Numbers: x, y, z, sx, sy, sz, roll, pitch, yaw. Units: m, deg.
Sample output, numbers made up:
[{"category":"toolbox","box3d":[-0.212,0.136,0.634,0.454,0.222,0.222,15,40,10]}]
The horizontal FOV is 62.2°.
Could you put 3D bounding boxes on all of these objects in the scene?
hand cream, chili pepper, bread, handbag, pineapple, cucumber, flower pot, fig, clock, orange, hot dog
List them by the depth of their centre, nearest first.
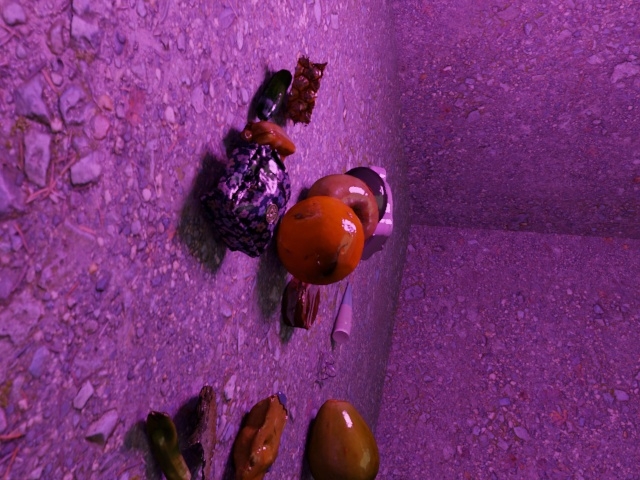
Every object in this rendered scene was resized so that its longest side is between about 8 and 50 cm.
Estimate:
[{"category":"chili pepper","box3d":[-0.276,0.368,0.952,0.050,0.051,0.202,-108,-169,-60]},{"category":"handbag","box3d":[-0.142,-0.090,1.126,0.208,0.126,0.229,-62,152,-25]},{"category":"hot dog","box3d":[-0.128,-0.231,1.244,0.076,0.102,0.249,54,12,8]},{"category":"cucumber","box3d":[-0.115,-0.360,1.303,0.056,0.055,0.250,78,20,-44]},{"category":"bread","box3d":[-0.158,0.509,1.335,0.161,0.088,0.233,68,33,-47]},{"category":"pineapple","box3d":[-0.047,-0.366,1.390,0.233,0.079,0.135,115,-6,-73]},{"category":"orange","box3d":[0.000,0.000,1.451,0.246,0.246,0.246,4,90,-73]},{"category":"bread","box3d":[-0.057,0.188,1.605,0.160,0.073,0.161,5,90,-70]},{"category":"flower pot","box3d":[0.105,-0.148,1.875,0.148,0.235,0.236,-4,98,-55]},{"category":"fig","box3d":[0.073,0.733,1.903,0.258,0.257,0.327,3,73,-73]},{"category":"clock","box3d":[0.188,-0.109,2.100,0.295,0.113,0.322,125,-30,-58]},{"category":"hand cream","box3d":[0.103,0.296,2.224,0.312,0.070,0.111,-74,160,-58]}]

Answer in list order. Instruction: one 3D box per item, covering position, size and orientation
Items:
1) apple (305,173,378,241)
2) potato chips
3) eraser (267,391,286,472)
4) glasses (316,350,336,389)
[{"category":"apple","box3d":[0.061,-0.088,1.673,0.260,0.194,0.261,-7,104,-31]},{"category":"potato chips","box3d":[-0.234,0.389,1.067,0.220,0.029,0.202,93,0,-48]},{"category":"eraser","box3d":[-0.143,0.536,1.471,0.082,0.036,0.225,70,28,-58]},{"category":"glasses","box3d":[0.004,0.493,1.970,0.103,0.062,0.140,-40,136,-37]}]
